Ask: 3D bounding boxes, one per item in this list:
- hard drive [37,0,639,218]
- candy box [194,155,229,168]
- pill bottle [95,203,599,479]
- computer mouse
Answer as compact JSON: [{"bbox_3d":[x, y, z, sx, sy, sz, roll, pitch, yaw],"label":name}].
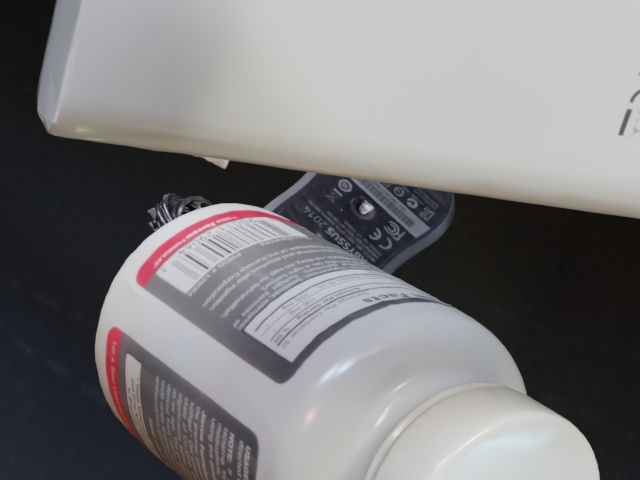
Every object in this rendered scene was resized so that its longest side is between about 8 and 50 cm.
[{"bbox_3d":[0.083,-0.130,0.652,0.353,0.047,0.233,7,112,-23],"label":"hard drive"},{"bbox_3d":[-0.165,-0.178,1.772,0.196,0.165,0.070,22,121,-3],"label":"candy box"},{"bbox_3d":[0.010,0.102,0.950,0.318,0.176,0.176,29,141,52],"label":"pill bottle"},{"bbox_3d":[0.000,0.000,1.290,0.188,0.272,0.072,46,138,10],"label":"computer mouse"}]
